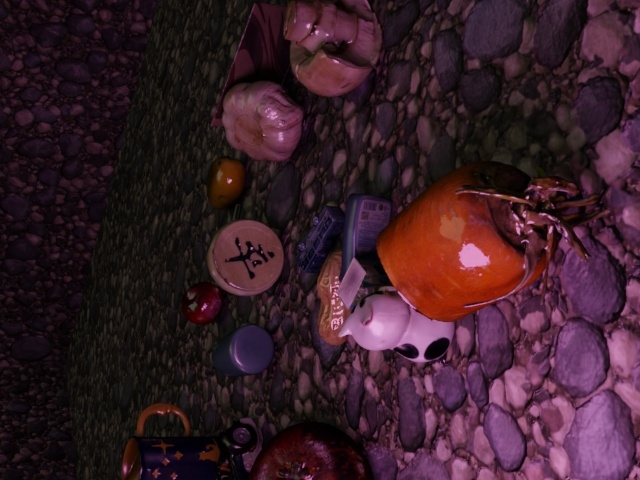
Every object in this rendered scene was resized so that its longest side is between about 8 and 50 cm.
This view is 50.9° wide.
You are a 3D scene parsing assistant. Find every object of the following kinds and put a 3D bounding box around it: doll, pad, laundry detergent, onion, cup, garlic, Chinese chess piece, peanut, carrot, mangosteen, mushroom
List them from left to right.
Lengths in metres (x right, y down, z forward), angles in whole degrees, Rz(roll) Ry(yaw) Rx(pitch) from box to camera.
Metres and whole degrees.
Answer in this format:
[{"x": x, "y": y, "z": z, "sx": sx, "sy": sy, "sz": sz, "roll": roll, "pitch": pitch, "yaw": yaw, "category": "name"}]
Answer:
[{"x": -0.377, "y": 0.562, "z": 1.782, "sx": 0.178, "sy": 0.256, "sz": 0.254, "roll": -20, "pitch": 67, "yaw": 57, "category": "cup"}, {"x": -0.344, "y": 0.180, "z": 1.951, "sx": 0.131, "sy": 0.131, "sz": 0.131, "roll": -21, "pitch": 66, "yaw": 57, "category": "onion"}, {"x": -0.181, "y": 0.041, "z": 1.632, "sx": 0.083, "sy": 0.189, "sz": 0.188, "roll": 147, "pitch": 125, "yaw": -68, "category": "Chinese chess piece"}, {"x": -0.147, "y": -0.432, "z": 1.680, "sx": 0.004, "sy": 0.220, "sz": 0.330, "roll": 40, "pitch": 122, "yaw": 23, "category": "pad"}, {"x": -0.120, "y": -0.315, "z": 1.668, "sx": 0.218, "sy": 0.219, "sz": 0.212, "roll": -46, "pitch": 5, "yaw": 46, "category": "garlic"}, {"x": -0.011, "y": 0.468, "z": 1.252, "sx": 0.261, "sy": 0.236, "sz": 0.235, "roll": 64, "pitch": -170, "yaw": -57, "category": "mangosteen"}, {"x": 0.002, "y": -0.415, "z": 1.418, "sx": 0.189, "sy": 0.195, "sz": 0.253, "roll": -47, "pitch": 42, "yaw": 51, "category": "mushroom"}, {"x": 0.035, "y": 0.112, "z": 1.342, "sx": 0.083, "sy": 0.093, "sz": 0.194, "roll": 3, "pitch": 83, "yaw": 33, "category": "peanut"}, {"x": 0.081, "y": 0.016, "z": 1.277, "sx": 0.061, "sy": 0.097, "sz": 0.206, "roll": 9, "pitch": 90, "yaw": 44, "category": "laundry detergent"}, {"x": 0.130, "y": 0.137, "z": 1.098, "sx": 0.110, "sy": 0.181, "sz": 0.106, "roll": -44, "pitch": 34, "yaw": 49, "category": "doll"}, {"x": 0.216, "y": -0.003, "z": 0.943, "sx": 0.331, "sy": 0.193, "sz": 0.214, "roll": -40, "pitch": 10, "yaw": 45, "category": "carrot"}]

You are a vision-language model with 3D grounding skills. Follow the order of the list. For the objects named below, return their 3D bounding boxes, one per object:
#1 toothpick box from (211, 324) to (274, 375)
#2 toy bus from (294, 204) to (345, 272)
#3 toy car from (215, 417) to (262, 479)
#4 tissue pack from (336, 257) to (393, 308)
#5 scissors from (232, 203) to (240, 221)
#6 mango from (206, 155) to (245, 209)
[{"x": -0.201, "y": 0.282, "z": 1.685, "sx": 0.184, "sy": 0.120, "sz": 0.120, "roll": -29, "pitch": 59, "yaw": 58, "category": "toothpick box"}, {"x": 0.000, "y": 0.000, "z": 1.472, "sx": 0.165, "sy": 0.047, "sz": 0.065, "roll": -61, "pitch": 40, "yaw": 31, "category": "toy bus"}, {"x": -0.171, "y": 0.578, "z": 1.565, "sx": 0.301, "sy": 0.118, "sz": 0.193, "roll": -116, "pitch": 35, "yaw": -43, "category": "toy car"}, {"x": 0.103, "y": 0.086, "z": 1.207, "sx": 0.079, "sy": 0.111, "sz": 0.085, "roll": 55, "pitch": 130, "yaw": 48, "category": "tissue pack"}, {"x": -0.250, "y": -0.052, "z": 1.947, "sx": 0.058, "sy": 0.014, "sz": 0.119, "roll": 44, "pitch": 125, "yaw": 53, "category": "scissors"}, {"x": -0.281, "y": -0.161, "z": 1.946, "sx": 0.195, "sy": 0.098, "sz": 0.137, "roll": -59, "pitch": 41, "yaw": 43, "category": "mango"}]
